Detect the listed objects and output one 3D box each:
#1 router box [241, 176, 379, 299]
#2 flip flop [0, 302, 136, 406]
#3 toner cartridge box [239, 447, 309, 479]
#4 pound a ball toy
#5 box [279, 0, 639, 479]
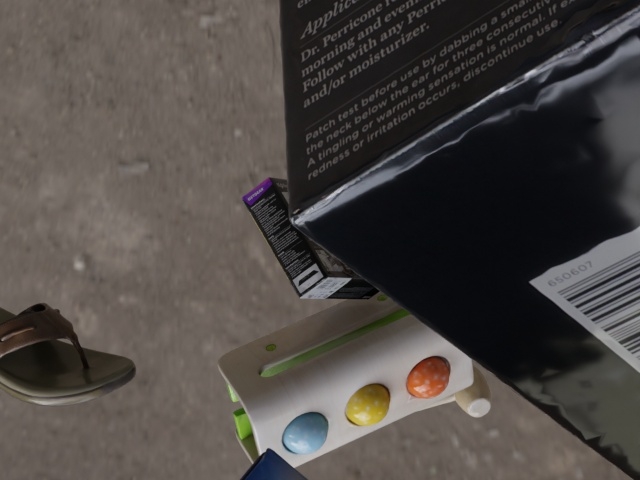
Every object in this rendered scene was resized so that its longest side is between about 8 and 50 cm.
[{"bbox_3d":[0.000,0.000,1.944,0.046,0.179,0.133,-36,72,20],"label":"router box"},{"bbox_3d":[-0.327,0.102,1.904,0.277,0.112,0.080,24,122,26],"label":"flip flop"},{"bbox_3d":[-0.117,0.329,1.395,0.075,0.165,0.348,38,83,9],"label":"toner cartridge box"},{"bbox_3d":[0.062,0.184,2.034,0.319,0.136,0.208,-22,129,-14],"label":"pound a ball toy"},{"bbox_3d":[0.223,-0.133,1.252,0.297,0.471,0.480,-30,132,28],"label":"box"}]
